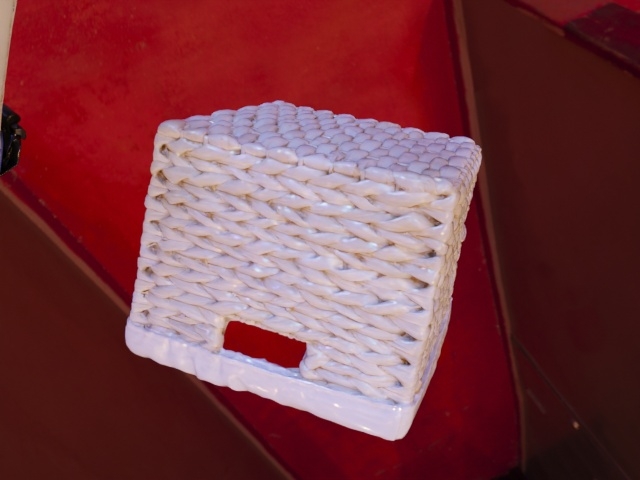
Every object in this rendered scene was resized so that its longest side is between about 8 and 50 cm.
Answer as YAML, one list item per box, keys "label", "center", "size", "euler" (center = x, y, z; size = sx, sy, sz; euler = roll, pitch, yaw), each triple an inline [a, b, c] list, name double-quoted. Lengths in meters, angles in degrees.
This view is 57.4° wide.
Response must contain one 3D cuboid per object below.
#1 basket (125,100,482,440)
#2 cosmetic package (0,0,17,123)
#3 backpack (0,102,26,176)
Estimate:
- label: "basket"
  center: [0.000, 0.000, 0.690]
  size: [0.329, 0.331, 0.266]
  euler: [15, 111, 15]
- label: "cosmetic package"
  center: [-0.326, -0.224, 0.455]
  size: [0.138, 0.224, 0.225]
  euler: [-2, 156, -34]
- label: "backpack"
  center: [-0.486, -0.024, 0.649]
  size: [0.213, 0.277, 0.263]
  euler: [-8, 94, -61]
